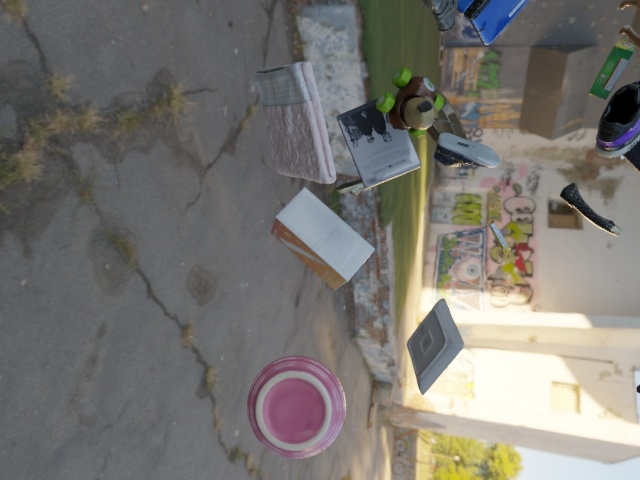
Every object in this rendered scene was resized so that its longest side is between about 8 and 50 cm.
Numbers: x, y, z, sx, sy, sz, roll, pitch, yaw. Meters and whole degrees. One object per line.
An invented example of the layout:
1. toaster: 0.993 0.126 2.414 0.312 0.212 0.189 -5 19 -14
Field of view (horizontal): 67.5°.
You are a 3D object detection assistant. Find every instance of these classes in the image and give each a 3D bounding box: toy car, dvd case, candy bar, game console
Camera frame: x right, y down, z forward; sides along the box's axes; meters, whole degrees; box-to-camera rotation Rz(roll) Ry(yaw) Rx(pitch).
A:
1. toy car: 0.262 -0.343 1.225 0.149 0.155 0.188 -58 -152 9
2. dvd case: 0.172 -0.295 1.423 0.029 0.179 0.239 22 47 -82
3. candy bar: 0.808 -0.019 2.171 0.161 0.040 0.018 61 1 0
4. game console: 0.555 -0.849 1.564 0.293 0.173 0.250 -48 141 15

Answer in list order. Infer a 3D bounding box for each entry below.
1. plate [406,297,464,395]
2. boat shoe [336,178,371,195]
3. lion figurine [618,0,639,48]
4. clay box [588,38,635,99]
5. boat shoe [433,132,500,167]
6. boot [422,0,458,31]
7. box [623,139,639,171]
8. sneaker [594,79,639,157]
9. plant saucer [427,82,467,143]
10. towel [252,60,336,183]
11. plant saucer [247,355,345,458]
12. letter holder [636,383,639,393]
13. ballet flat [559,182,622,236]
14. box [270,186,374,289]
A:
1. plate: 0.412 0.390 1.807 0.278 0.045 0.277 -94 -151 -59
2. boat shoe: 0.117 -0.175 1.611 0.050 0.135 0.045 -138 -146 -61
3. lion figurine: 0.979 -0.599 1.351 0.392 0.142 0.240 3 49 -54
4. clay box: 0.791 -0.467 1.296 0.222 0.053 0.127 -37 150 -48
5. boat shoe: 0.417 -0.240 1.376 0.065 0.183 0.083 -52 161 -30
6. boot: 0.295 -0.649 1.150 0.161 0.083 0.246 15 88 -58
7. box: 1.409 -0.347 1.868 0.343 0.312 0.179 51 27 8
8. sneaker: 0.822 -0.362 1.237 0.293 0.102 0.146 -50 136 -7
9. plant saucer: 0.386 -0.395 1.553 0.278 0.041 0.278 30 45 -34
10. towel: -0.083 -0.321 1.330 0.053 0.332 0.317 -22 112 -22
11. plant saucer: -0.084 0.552 1.581 0.084 0.332 0.332 64 33 -81
12. letter holder: 1.080 0.464 1.312 0.152 0.214 0.302 67 -17 -6
13. ballet flat: 0.657 -0.074 1.157 0.049 0.173 0.057 -49 150 18
14. box: 0.000 0.000 1.805 0.168 0.345 0.215 -48 178 -18
